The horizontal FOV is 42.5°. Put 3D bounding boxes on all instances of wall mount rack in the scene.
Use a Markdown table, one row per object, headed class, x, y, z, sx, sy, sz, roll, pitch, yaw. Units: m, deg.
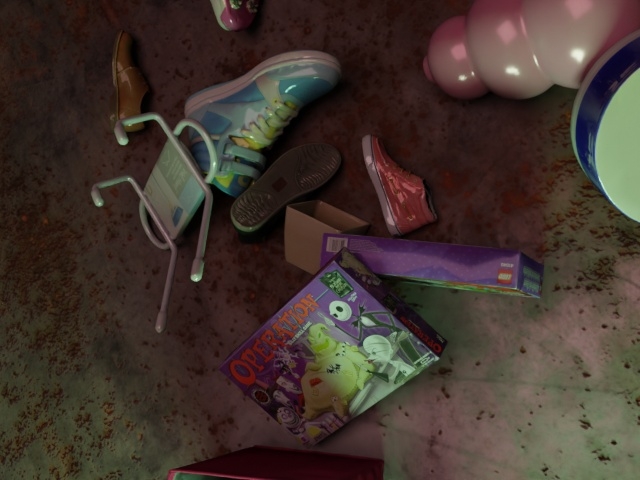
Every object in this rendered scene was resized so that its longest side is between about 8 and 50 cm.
| class | x | y | z | sx | sy | sz | roll | pitch | yaw |
| --- | --- | --- | --- | --- | --- | --- | --- | --- | --- |
| wall mount rack | -0.267 | -0.034 | 1.397 | 0.304 | 0.130 | 0.350 | 57 | 143 | 13 |

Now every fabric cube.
| class | x | y | z | sx | sy | sz | roll | pitch | yaw |
| --- | --- | --- | --- | --- | --- | --- | --- | --- | --- |
| fabric cube | -0.064 | 0.471 | 1.268 | 0.254 | 0.258 | 0.259 | -1 | 84 | 23 |

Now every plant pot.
| class | x | y | z | sx | sy | sz | roll | pitch | yaw |
| --- | --- | --- | --- | --- | --- | --- | --- | --- | --- |
| plant pot | 0.000 | 0.000 | 1.375 | 0.109 | 0.109 | 0.096 | 27 | 110 | 24 |

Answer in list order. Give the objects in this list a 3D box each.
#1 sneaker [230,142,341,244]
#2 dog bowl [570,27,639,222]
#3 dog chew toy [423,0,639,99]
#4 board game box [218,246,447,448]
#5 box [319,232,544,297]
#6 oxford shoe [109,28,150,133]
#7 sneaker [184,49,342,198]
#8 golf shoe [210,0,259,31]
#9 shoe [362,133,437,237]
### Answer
| class | x | y | z | sx | sy | sz | roll | pitch | yaw |
| --- | --- | --- | --- | --- | --- | --- | --- | --- | --- |
| sneaker | -0.064 | -0.083 | 1.428 | 0.222 | 0.118 | 0.083 | -35 | 80 | -13 |
| dog bowl | 0.477 | -0.151 | 1.091 | 0.264 | 0.104 | 0.265 | 0 | 117 | 0 |
| dog chew toy | 0.308 | -0.304 | 1.217 | 0.331 | 0.206 | 0.207 | -13 | 79 | 31 |
| board game box | 0.007 | 0.178 | 1.264 | 0.208 | 0.056 | 0.347 | 45 | 130 | 0 |
| box | 0.171 | 0.039 | 1.236 | 0.293 | 0.201 | 0.057 | 5 | 86 | 25 |
| oxford shoe | -0.369 | -0.309 | 1.601 | 0.076 | 0.076 | 0.212 | -2 | 80 | -6 |
| sneaker | -0.095 | -0.184 | 1.405 | 0.319 | 0.127 | 0.208 | -18 | 63 | 31 |
| golf shoe | -0.195 | -0.510 | 1.520 | 0.140 | 0.115 | 0.306 | -20 | 70 | 32 |
| shoe | 0.131 | -0.100 | 1.347 | 0.081 | 0.063 | 0.178 | -20 | 82 | 20 |
